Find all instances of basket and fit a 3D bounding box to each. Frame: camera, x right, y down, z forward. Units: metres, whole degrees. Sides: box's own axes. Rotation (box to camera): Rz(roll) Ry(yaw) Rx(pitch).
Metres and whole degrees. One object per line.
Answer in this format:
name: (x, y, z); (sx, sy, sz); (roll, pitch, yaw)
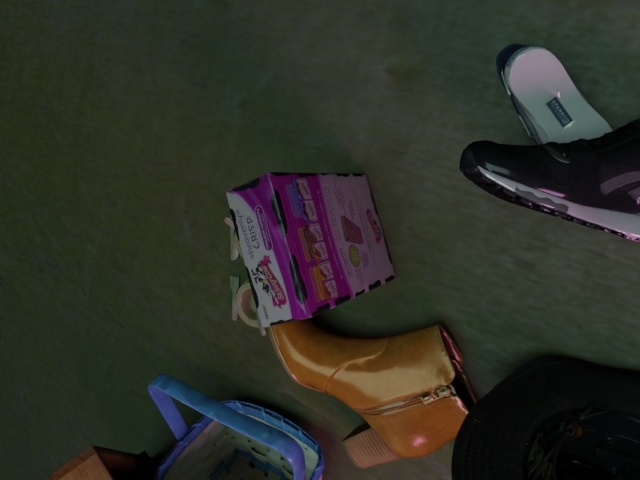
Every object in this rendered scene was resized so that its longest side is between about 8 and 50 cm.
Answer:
basket: (-0.127, 0.334, 0.739); (0.255, 0.201, 0.288); (18, 137, 27)

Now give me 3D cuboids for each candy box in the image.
candy box: (0.000, 0.000, 0.615); (0.071, 0.233, 0.159); (-17, 87, 32)

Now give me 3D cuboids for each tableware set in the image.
tableware set: (-0.110, 0.053, 0.802); (0.128, 0.039, 0.193); (5, 99, 31)

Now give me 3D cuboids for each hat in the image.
hat: (0.301, 0.273, 0.481); (0.332, 0.331, 0.133); (10, 129, 30)

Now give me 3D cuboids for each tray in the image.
tray: (-0.292, 0.454, 0.803); (0.202, 0.076, 0.410); (49, 158, 16)

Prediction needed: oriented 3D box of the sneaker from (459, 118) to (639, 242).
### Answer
sneaker: (0.282, -0.073, 0.482); (0.284, 0.107, 0.124); (16, 100, -3)

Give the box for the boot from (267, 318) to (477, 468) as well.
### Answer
boot: (0.072, 0.159, 0.683); (0.211, 0.104, 0.295); (-37, 83, 24)

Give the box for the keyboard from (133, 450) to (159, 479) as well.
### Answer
keyboard: (-0.223, 0.492, 0.857); (0.317, 0.033, 0.202); (62, 158, -15)

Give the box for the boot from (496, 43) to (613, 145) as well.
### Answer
boot: (0.262, -0.135, 0.542); (0.069, 0.086, 0.190); (-31, 109, 21)
